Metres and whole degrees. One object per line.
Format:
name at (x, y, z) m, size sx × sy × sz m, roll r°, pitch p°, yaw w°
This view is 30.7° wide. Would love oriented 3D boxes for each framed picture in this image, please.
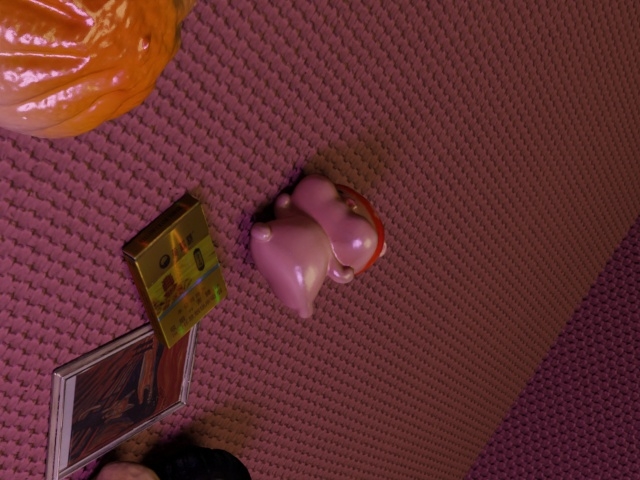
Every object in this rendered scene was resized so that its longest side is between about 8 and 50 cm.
framed picture at (-0.271, 0.212, 1.644) m, size 0.273 × 0.016 × 0.216 m, roll -28°, pitch 140°, yaw -43°

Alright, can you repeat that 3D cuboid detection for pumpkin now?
pumpkin at (-0.198, 0.403, 1.817) m, size 0.194 × 0.150 × 0.194 m, roll -40°, pitch 152°, yaw -28°

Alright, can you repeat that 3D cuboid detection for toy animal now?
toy animal at (0.000, 0.000, 1.709) m, size 0.197 × 0.171 × 0.171 m, roll -37°, pitch 146°, yaw -29°

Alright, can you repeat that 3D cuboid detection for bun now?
bun at (-0.220, -0.222, 1.112) m, size 0.299 × 0.165 × 0.299 m, roll -38°, pitch 148°, yaw -29°

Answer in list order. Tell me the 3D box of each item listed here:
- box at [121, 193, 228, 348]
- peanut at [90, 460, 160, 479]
box at (-0.191, 0.043, 1.563) m, size 0.121 × 0.030 × 0.193 m, roll -44°, pitch 146°, yaw -26°
peanut at (-0.299, 0.460, 1.710) m, size 0.149 × 0.149 × 0.313 m, roll -20°, pitch 121°, yaw -49°
